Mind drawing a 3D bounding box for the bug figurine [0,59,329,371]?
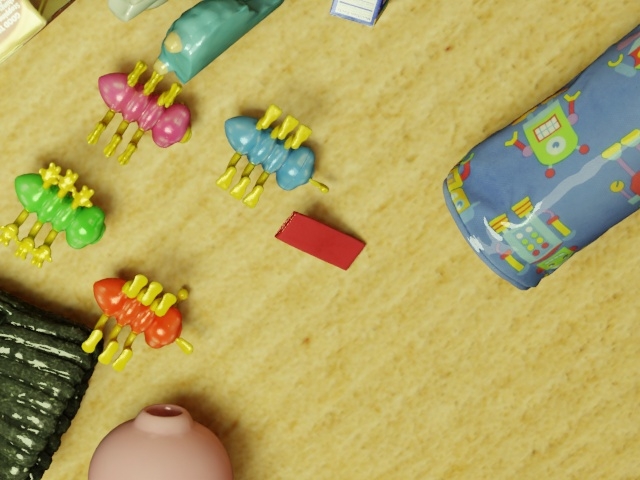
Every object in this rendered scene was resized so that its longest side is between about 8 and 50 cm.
[{"bbox_3d":[-0.140,-0.034,1.460,0.216,0.072,0.279,37,105,-15],"label":"bug figurine"}]

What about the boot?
[{"bbox_3d":[-0.377,0.172,1.531,0.260,0.131,0.348,31,110,-5],"label":"boot"}]

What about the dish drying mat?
[{"bbox_3d":[0.000,0.000,1.473,0.083,0.008,0.032,24,110,-36],"label":"dish drying mat"}]

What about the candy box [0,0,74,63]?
[{"bbox_3d":[-0.322,-0.290,1.327,0.087,0.183,0.316,-34,103,18],"label":"candy box"}]

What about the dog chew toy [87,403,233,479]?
[{"bbox_3d":[-0.149,0.312,1.531,0.206,0.206,0.332,6,102,4],"label":"dog chew toy"}]

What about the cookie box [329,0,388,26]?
[{"bbox_3d":[0.045,-0.235,1.357,0.040,0.092,0.107,18,112,3],"label":"cookie box"}]

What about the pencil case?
[{"bbox_3d":[0.240,-0.095,1.373,0.306,0.119,0.133,-40,60,18],"label":"pencil case"}]

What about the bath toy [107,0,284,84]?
[{"bbox_3d":[-0.177,-0.294,1.343,0.129,0.151,0.348,-41,99,-17],"label":"bath toy"}]
